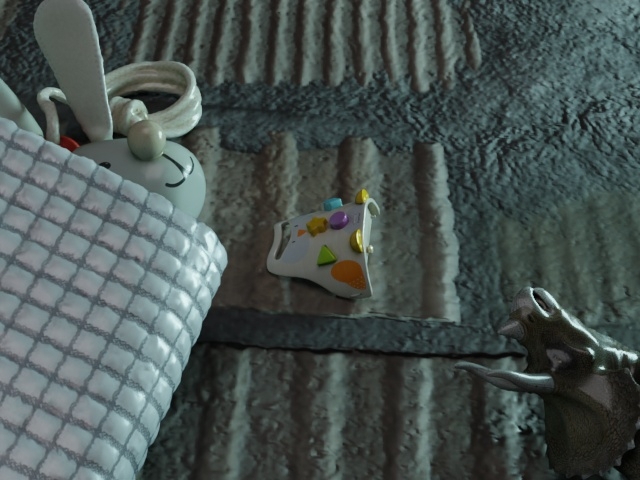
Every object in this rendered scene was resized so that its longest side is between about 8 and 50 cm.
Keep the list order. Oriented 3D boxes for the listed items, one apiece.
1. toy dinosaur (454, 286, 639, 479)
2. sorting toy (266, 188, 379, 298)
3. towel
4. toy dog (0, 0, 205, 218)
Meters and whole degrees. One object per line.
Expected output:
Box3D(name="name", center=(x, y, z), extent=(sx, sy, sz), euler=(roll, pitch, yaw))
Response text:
Box3D(name="toy dinosaur", center=(0.246, 0.132, 0.634), extent=(0.313, 0.121, 0.160), euler=(38, 67, 22))
Box3D(name="sorting toy", center=(0.000, 0.000, 0.772), extent=(0.075, 0.045, 0.083), euler=(-7, 45, 15))
Box3D(name="towel", center=(-0.221, 0.051, 0.608), extent=(0.284, 0.121, 0.235), euler=(25, 55, -5))
Box3D(name="toy dog", center=(-0.246, -0.116, 0.770), extent=(0.334, 0.161, 0.220), euler=(3, 47, -2))
